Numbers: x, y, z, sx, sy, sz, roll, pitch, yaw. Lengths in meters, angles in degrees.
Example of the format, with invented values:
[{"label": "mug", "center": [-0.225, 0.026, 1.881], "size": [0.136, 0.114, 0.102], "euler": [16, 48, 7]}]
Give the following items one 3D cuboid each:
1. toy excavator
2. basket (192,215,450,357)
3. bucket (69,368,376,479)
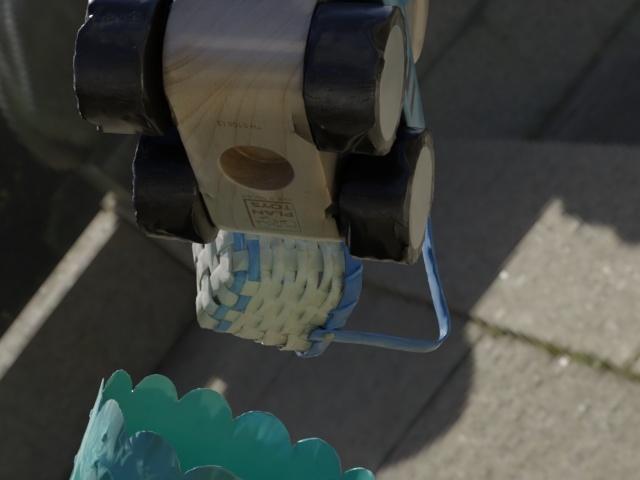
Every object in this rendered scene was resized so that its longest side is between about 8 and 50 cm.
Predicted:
[{"label": "toy excavator", "center": [0.008, -0.182, 1.403], "size": [0.433, 0.222, 0.445], "euler": [73, -153, -56]}, {"label": "basket", "center": [0.000, 0.000, 1.934], "size": [0.201, 0.289, 0.255], "euler": [120, 149, -55]}, {"label": "bucket", "center": [-0.092, 0.246, 1.421], "size": [0.281, 0.281, 0.183], "euler": [-133, 66, -76]}]
